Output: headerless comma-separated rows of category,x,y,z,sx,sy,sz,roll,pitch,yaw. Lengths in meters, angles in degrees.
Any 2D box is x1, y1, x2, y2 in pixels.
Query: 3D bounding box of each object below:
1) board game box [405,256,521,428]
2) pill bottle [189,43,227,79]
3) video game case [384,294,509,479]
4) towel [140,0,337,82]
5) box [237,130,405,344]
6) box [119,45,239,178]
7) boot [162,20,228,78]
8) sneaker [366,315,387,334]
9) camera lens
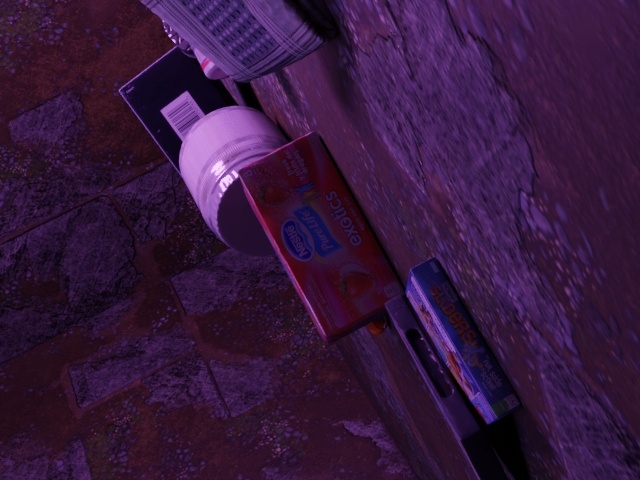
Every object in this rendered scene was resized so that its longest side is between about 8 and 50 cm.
board game box,0.169,0.128,1.244,0.201,0.035,0.136,61,175,13
pill bottle,-0.181,-0.371,1.700,0.180,0.108,0.108,63,175,4
video game case,0.188,0.239,1.406,0.275,0.035,0.248,59,-178,-45
towel,-0.156,-0.312,1.186,0.324,0.056,0.312,43,166,-17
box,0.000,0.000,1.634,0.300,0.142,0.154,61,175,10
box,-0.270,-0.259,2.298,0.296,0.183,0.294,54,-174,-2
boot,-0.231,-0.414,2.086,0.222,0.118,0.338,59,-174,-41
sneaker,0.083,0.130,1.908,0.064,0.067,0.175,57,174,33
camera lens,-0.144,-0.120,1.984,0.274,0.219,0.219,56,171,53
